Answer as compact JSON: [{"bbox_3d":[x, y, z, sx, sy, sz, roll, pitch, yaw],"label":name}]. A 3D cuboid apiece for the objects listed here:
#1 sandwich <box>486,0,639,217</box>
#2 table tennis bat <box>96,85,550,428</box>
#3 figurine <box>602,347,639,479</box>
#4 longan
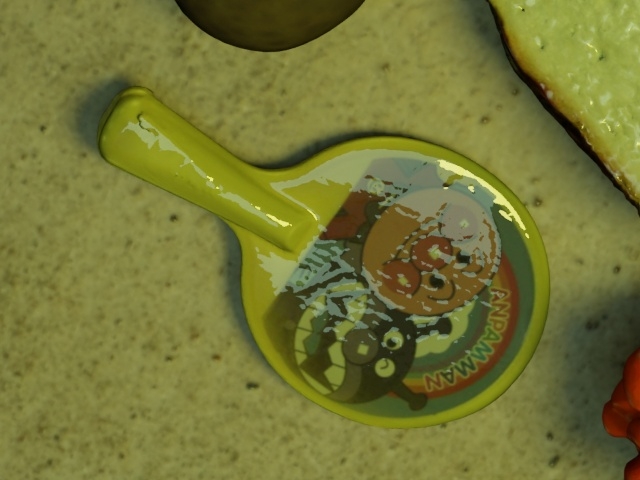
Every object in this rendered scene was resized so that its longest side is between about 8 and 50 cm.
[{"bbox_3d":[0.279,-0.166,1.217,0.301,0.099,0.271,-39,77,17],"label":"sandwich"},{"bbox_3d":[0.000,0.000,1.351,0.368,0.054,0.224,32,107,-8],"label":"table tennis bat"},{"bbox_3d":[0.345,0.223,1.314,0.306,0.241,0.412,20,128,24],"label":"figurine"},{"bbox_3d":[-0.050,-0.218,1.235,0.204,0.159,0.185,7,117,17],"label":"longan"}]
